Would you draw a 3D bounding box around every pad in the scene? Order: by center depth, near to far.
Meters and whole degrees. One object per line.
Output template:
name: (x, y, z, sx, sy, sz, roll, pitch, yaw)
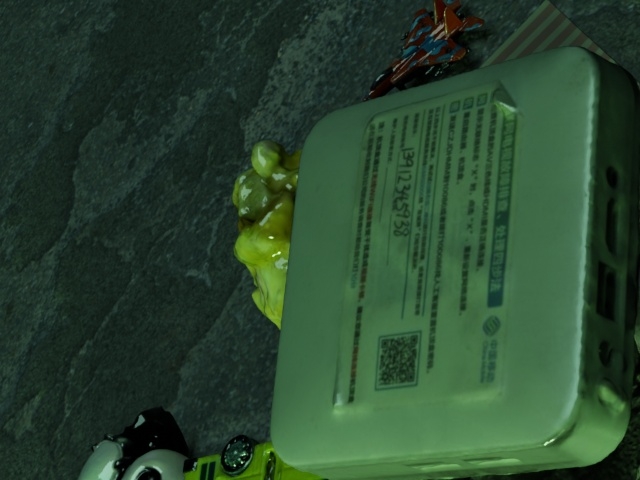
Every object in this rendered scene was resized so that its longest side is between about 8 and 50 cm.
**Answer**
pad: (0.263, -0.144, 1.943, 0.202, 0.005, 0.300, -46, 40, 10)

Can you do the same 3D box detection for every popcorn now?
popcorn: (0.000, 0.000, 1.924, 0.212, 0.259, 0.259, 138, 151, -66)

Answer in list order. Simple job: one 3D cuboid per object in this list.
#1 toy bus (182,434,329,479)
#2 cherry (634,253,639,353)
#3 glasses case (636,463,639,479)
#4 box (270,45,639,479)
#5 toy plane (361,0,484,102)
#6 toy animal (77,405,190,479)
toy bus: (-0.026, 0.289, 1.822, 0.262, 0.128, 0.150, -18, 52, 34)
cherry: (0.391, 0.060, 1.532, 0.213, 0.183, 0.266, -31, 59, 26)
glasses case: (0.438, 0.200, 1.425, 0.354, 0.137, 0.085, -13, 61, 39)
box: (0.130, 0.031, 1.639, 0.396, 0.111, 0.396, -11, 65, 43)
toy plane: (0.120, -0.224, 2.099, 0.189, 0.061, 0.130, -49, 40, 12)
toy animal: (-0.198, 0.300, 1.975, 0.179, 0.138, 0.166, 34, 104, 55)
